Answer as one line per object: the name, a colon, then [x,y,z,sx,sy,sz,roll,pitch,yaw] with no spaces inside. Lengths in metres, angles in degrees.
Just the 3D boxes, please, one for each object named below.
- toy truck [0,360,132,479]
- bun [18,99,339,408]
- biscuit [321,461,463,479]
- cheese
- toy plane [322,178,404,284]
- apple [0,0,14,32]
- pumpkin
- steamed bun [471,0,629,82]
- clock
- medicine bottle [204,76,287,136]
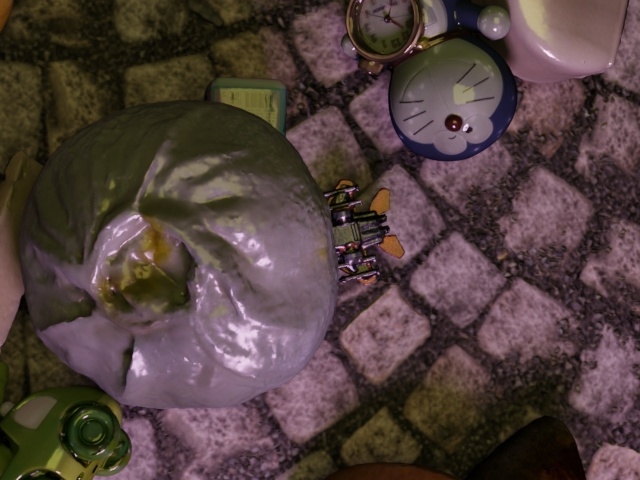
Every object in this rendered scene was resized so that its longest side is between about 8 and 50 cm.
toy truck: [-0.325,0.238,1.625,0.210,0.148,0.187,15,73,3]
bun: [-0.160,0.022,1.569,0.361,0.211,0.362,5,107,16]
biscuit: [0.085,0.450,1.666,0.350,0.070,0.394,9,78,16]
cheese: [-0.373,0.089,1.604,0.085,0.034,0.400,44,56,-44]
toy plane: [0.001,0.000,1.748,0.189,0.061,0.130,-14,91,-13]
apple: [-0.441,-0.295,1.589,0.236,0.207,0.237,1,84,-12]
pumpkin: [0.224,0.365,1.740,0.169,0.148,0.312,1,83,-17]
steamed bun: [0.277,-0.320,1.784,0.164,0.146,0.242,11,85,-16]
clock: [0.141,-0.214,1.745,0.199,0.146,0.243,-21,89,24]
medicine bottle: [-0.089,-0.088,1.702,0.094,0.119,0.188,2,87,-8]
